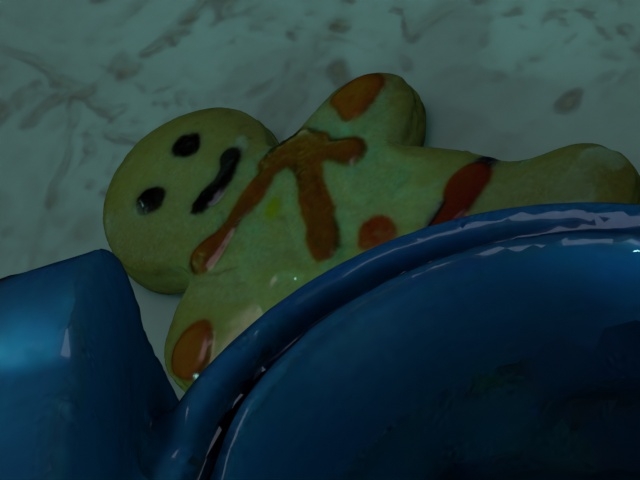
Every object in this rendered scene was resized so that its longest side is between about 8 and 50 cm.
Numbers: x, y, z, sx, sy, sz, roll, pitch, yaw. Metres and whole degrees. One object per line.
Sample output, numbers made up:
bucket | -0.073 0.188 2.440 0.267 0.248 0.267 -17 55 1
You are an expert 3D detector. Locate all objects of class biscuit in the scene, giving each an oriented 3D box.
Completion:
biscuit | 0.000 0.000 0.732 0.234 0.030 0.153 22 68 42

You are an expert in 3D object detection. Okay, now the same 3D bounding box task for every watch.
watch | 0.044 0.142 0.463 0.274 0.241 0.305 -12 49 8
